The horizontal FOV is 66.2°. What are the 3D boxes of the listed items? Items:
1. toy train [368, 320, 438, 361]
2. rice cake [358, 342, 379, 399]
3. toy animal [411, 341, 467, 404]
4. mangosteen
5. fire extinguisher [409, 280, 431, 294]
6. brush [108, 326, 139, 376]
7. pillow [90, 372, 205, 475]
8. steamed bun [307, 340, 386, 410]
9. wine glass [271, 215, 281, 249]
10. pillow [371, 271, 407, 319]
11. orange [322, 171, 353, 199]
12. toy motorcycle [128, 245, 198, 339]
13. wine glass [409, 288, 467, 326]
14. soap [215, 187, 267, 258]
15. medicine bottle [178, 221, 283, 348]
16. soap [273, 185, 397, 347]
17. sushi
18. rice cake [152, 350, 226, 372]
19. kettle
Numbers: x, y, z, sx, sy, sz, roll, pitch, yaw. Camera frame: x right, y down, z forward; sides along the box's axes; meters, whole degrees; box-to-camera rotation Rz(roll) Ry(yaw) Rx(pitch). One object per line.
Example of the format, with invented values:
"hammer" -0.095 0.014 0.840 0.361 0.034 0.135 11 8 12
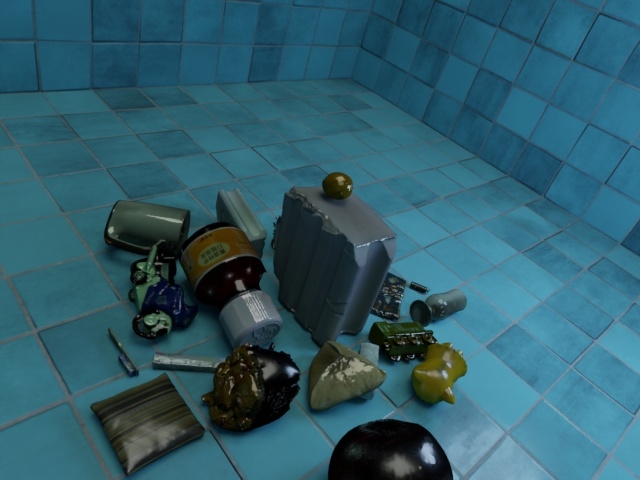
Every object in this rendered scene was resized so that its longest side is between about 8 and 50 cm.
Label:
"toy train" 0.285 0.334 1.657 0.226 0.090 0.137 3 27 -27
"rice cake" 0.144 0.401 1.522 0.069 0.063 0.206 13 36 5
"toy animal" 0.381 0.409 1.547 0.156 0.156 0.230 30 39 16
"mangosteen" 0.166 0.571 1.144 0.300 0.300 0.300 12 36 -9
"fire extinguisher" 0.397 0.192 1.951 0.083 0.025 0.038 21 73 5
"brush" -0.557 0.312 1.365 0.030 0.033 0.178 -30 56 -30
"pillow" -0.429 0.446 1.221 0.208 0.052 0.212 -17 50 -42
"steamed bun" 0.046 0.371 1.441 0.231 0.110 0.212 -20 31 -15
"wine glass" -0.004 0.002 1.899 0.357 0.190 0.190 3 38 -13
"pillow" 0.227 0.192 1.871 0.189 0.034 0.255 20 37 6
"orange" 0.052 -0.166 1.499 0.095 0.085 0.085 8 36 1
"toy motorcycle" -0.489 0.166 1.524 0.196 0.125 0.331 2 42 -25
"wine glass" 0.445 0.247 1.832 0.231 0.103 0.103 -9 43 -39
"soap" -0.306 -0.047 1.833 0.095 0.172 0.289 -7 43 -30
"medicine bottle" -0.268 0.142 1.547 0.243 0.242 0.395 -16 54 -38
"soap" 0.029 0.079 1.596 0.213 0.435 0.350 -18 46 -39
"sushi" -0.188 0.385 1.307 0.204 0.213 0.200 7 12 -38
"rice cake" -0.367 0.348 1.395 0.211 0.034 0.043 8 40 -14
"kettle" -0.601 -0.037 1.698 0.255 0.165 0.240 13 37 -8
